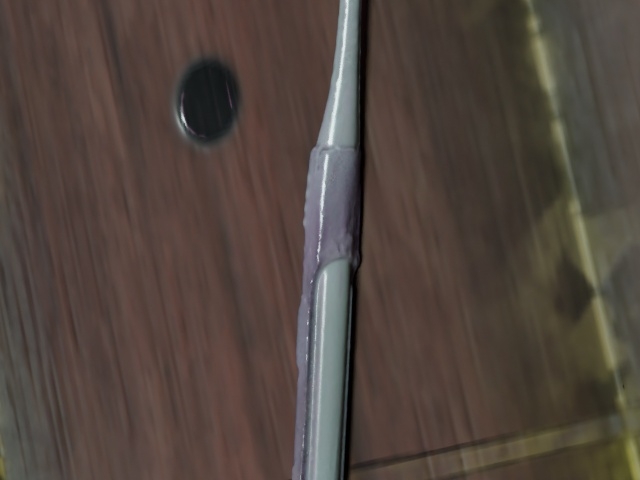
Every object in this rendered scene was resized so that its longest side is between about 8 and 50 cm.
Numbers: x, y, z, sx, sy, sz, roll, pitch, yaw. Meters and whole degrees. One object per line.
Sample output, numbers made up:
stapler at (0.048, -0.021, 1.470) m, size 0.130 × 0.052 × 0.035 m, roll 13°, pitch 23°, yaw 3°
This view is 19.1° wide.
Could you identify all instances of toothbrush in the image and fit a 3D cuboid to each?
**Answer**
toothbrush at (0.000, 0.000, 0.730) m, size 0.029 × 0.024 × 0.354 m, roll 6°, pitch 95°, yaw 47°
